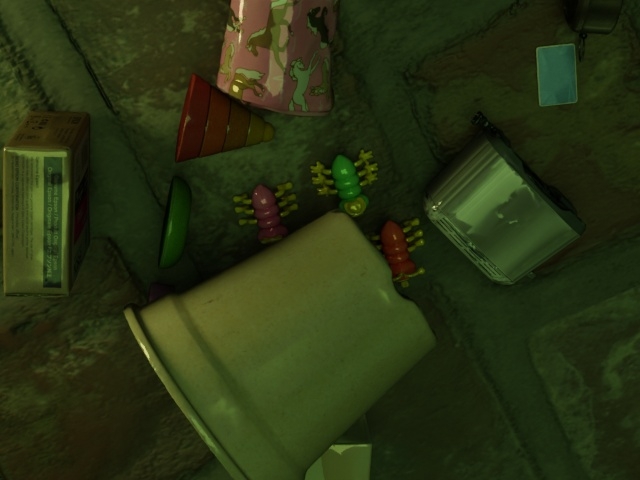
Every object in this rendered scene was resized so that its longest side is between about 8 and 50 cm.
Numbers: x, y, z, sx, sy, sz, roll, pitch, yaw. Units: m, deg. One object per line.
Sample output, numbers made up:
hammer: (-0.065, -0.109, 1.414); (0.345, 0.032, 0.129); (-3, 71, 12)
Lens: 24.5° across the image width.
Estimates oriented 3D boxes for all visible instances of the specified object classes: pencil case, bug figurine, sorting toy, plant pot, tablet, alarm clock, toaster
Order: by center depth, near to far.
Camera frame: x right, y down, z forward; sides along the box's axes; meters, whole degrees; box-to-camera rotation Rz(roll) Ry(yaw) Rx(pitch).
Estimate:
pencil case: (-0.029, -0.356, 1.876); (0.160, 0.167, 0.386); (8, 105, -6)
plant pot: (-0.031, 0.132, 1.892); (0.305, 0.334, 0.334); (-36, 106, -1)
alarm clock: (0.353, -0.320, 1.938); (0.064, 0.129, 0.192); (0, 127, -2)
sorting toy: (-0.147, -0.038, 1.983); (0.126, 0.127, 0.365); (9, 111, -9)
toaster: (0.239, -0.048, 2.006); (0.146, 0.129, 0.227); (-43, 106, 11)
tablet: (0.324, -0.227, 2.021); (0.054, 0.006, 0.083); (-6, 108, -2)
bug figurine: (0.000, 0.000, 2.033); (0.279, 0.072, 0.216); (-19, 107, 2)

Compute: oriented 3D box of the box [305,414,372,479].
box: (-0.001, 0.403, 2.115); (0.121, 0.148, 0.311); (2, 108, -5)

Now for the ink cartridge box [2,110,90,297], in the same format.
ink cartridge box: (-0.351, -0.053, 1.909); (0.088, 0.234, 0.193); (1, 107, -3)
